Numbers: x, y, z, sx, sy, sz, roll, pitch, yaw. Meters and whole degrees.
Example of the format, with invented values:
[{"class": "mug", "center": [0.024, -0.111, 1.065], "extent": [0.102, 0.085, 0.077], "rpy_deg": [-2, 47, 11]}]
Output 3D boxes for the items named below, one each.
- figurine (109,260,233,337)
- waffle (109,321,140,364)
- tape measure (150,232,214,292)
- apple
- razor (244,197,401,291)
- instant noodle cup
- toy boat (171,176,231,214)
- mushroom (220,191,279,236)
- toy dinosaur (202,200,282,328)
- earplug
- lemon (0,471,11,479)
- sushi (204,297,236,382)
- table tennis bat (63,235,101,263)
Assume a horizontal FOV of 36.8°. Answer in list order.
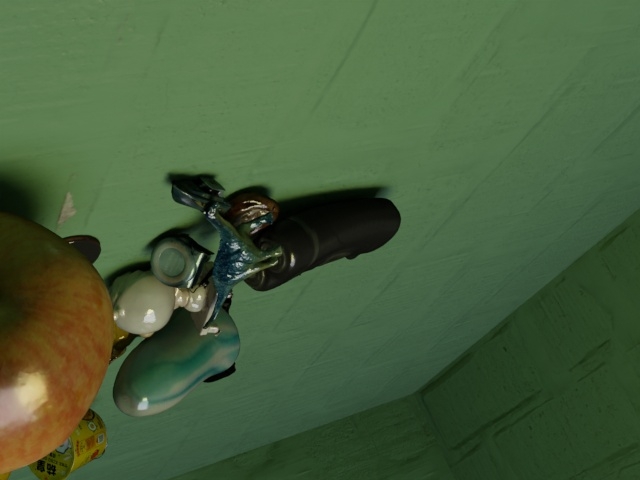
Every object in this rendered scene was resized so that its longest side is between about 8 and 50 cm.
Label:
[{"class": "figurine", "center": [-0.310, 0.123, 1.884], "extent": [0.257, 0.144, 0.182], "rpy_deg": [-6, 156, -36]}, {"class": "waffle", "center": [-0.563, 0.234, 1.944], "extent": [0.382, 0.095, 0.380], "rpy_deg": [2, 149, -48]}, {"class": "tape measure", "center": [-0.237, 0.023, 1.825], "extent": [0.180, 0.107, 0.104], "rpy_deg": [-38, 153, -56]}, {"class": "apple", "center": [-0.493, 0.142, 1.375], "extent": [0.392, 0.391, 0.346], "rpy_deg": [-18, 152, -19]}, {"class": "razor", "center": [-0.001, -0.001, 1.965], "extent": [0.349, 0.113, 0.204], "rpy_deg": [-18, 166, -41]}, {"class": "instant noodle cup", "center": [-0.634, 0.501, 2.413], "extent": [0.182, 0.182, 0.144], "rpy_deg": [-37, 167, 29]}, {"class": "toy boat", "center": [-0.208, -0.078, 1.622], "extent": [0.060, 0.055, 0.141], "rpy_deg": [-54, 153, 11]}, {"class": "mushroom", "center": [-0.135, -0.050, 1.786], "extent": [0.123, 0.052, 0.123], "rpy_deg": [-19, 153, -10]}, {"class": "toy dinosaur", "center": [-0.153, 0.033, 1.764], "extent": [0.147, 0.076, 0.363], "rpy_deg": [-19, 148, -23]}, {"class": "earplug", "center": [-0.312, 0.261, 1.976], "extent": [0.185, 0.185, 0.324], "rpy_deg": [-36, -176, 27]}, {"class": "lemon", "center": [-0.761, 0.439, 1.991], "extent": [0.288, 0.233, 0.233], "rpy_deg": [-1, 161, 6]}, {"class": "sushi", "center": [-0.267, 0.248, 2.228], "extent": [0.153, 0.150, 0.172], "rpy_deg": [-11, 156, -35]}, {"class": "table tennis bat", "center": [-0.475, 0.056, 1.694], "extent": [0.220, 0.019, 0.130], "rpy_deg": [-39, 155, 29]}]
